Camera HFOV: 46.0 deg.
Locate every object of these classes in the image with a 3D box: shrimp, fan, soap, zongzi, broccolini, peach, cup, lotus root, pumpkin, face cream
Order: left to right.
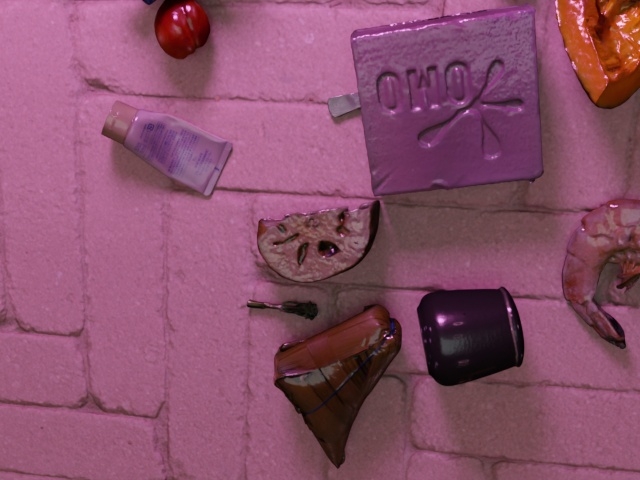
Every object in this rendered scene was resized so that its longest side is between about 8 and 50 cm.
[{"bbox_3d":[-0.284,-0.176,1.389,0.224,0.070,0.114,24,108,-12],"label":"face cream"},{"bbox_3d":[-0.243,-0.371,1.304,0.101,0.100,0.100,2,106,8],"label":"peach"},{"bbox_3d":[-0.073,0.132,1.457,0.140,0.030,0.035,4,142,12],"label":"broccolini"},{"bbox_3d":[0.000,0.000,1.356,0.235,0.119,0.138,-14,103,10],"label":"lotus root"},{"bbox_3d":[0.076,0.287,1.433,0.260,0.123,0.289,-27,110,12],"label":"zongzi"},{"bbox_3d":[0.106,-0.258,1.323,0.193,0.016,0.038,-14,103,13],"label":"fan"},{"bbox_3d":[0.213,-0.228,1.258,0.296,0.107,0.285,-7,113,11],"label":"soap"},{"bbox_3d":[0.271,0.181,1.360,0.177,0.169,0.223,-13,138,4],"label":"cup"},{"bbox_3d":[0.476,-0.370,1.200,0.169,0.148,0.312,38,108,40],"label":"pumpkin"},{"bbox_3d":[0.571,0.095,1.325,0.247,0.085,0.360,-30,96,24],"label":"shrimp"}]

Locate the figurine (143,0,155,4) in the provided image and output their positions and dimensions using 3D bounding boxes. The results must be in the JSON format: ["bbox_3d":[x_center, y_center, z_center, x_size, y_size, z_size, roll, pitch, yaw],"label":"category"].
[{"bbox_3d":[-0.225,-0.499,1.261,0.262,0.121,0.164,-34,63,8],"label":"figurine"}]
